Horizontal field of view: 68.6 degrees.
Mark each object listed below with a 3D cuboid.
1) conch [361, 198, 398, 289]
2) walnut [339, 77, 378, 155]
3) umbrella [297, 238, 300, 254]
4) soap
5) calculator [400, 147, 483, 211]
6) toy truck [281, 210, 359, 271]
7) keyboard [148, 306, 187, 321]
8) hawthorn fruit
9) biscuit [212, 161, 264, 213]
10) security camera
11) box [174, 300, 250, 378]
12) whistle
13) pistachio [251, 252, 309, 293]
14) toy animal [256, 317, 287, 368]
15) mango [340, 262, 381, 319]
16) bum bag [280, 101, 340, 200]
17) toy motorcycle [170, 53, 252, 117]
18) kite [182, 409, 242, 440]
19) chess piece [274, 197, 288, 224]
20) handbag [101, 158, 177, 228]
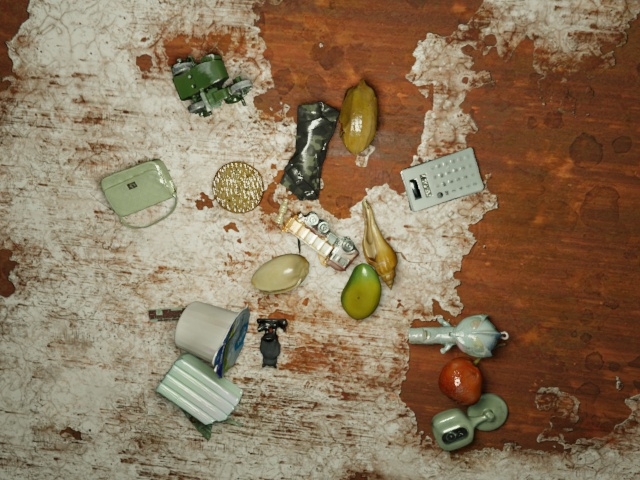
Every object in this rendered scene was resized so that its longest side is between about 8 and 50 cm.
[{"bbox_3d":[0.197,0.017,1.659,0.109,0.093,0.331,-19,82,1],"label":"conch"},{"bbox_3d":[0.128,-0.403,1.541,0.137,0.137,0.246,11,99,2],"label":"walnut"},{"bbox_3d":[-0.079,-0.010,1.700,0.022,0.022,0.149,4,107,47],"label":"umbrella"},{"bbox_3d":[-0.464,0.577,1.814,0.289,0.095,0.173,36,100,-3],"label":"soap"},{"bbox_3d":[0.415,-0.208,1.620,0.261,0.021,0.161,-19,100,7],"label":"calculator"},{"bbox_3d":[0.000,0.000,1.640,0.270,0.114,0.135,36,95,-9],"label":"toy truck"},{"bbox_3d":[-0.579,0.286,1.801,0.165,0.017,0.055,-5,102,5],"label":"keyboard"},{"bbox_3d":[0.554,0.463,1.704,0.165,0.165,0.286,37,93,-4],"label":"hawthorn fruit"},{"bbox_3d":[-0.292,-0.187,1.671,0.187,0.027,0.188,1,103,3],"label":"biscuit"},{"bbox_3d":[0.572,0.691,1.783,0.301,0.080,0.157,-25,99,6],"label":"security camera"},{"bbox_3d":[-0.405,0.344,1.681,0.206,0.291,0.263,17,107,11],"label":"box"},{"bbox_3d":[0.494,0.344,1.689,0.345,0.133,0.143,-4,91,16],"label":"whistle"},{"bbox_3d":[-0.140,0.118,1.679,0.214,0.144,0.144,-18,101,14],"label":"pistachio"},{"bbox_3d":[-0.180,0.394,1.749,0.120,0.117,0.210,-1,100,-2],"label":"toy animal"},{"bbox_3d":[0.150,0.187,1.662,0.137,0.091,0.238,28,131,6],"label":"mango"},{"bbox_3d":[-0.041,-0.301,1.596,0.143,0.095,0.341,13,109,-6],"label":"bum bag"},{"bbox_3d":[-0.364,-0.525,1.560,0.274,0.127,0.205,-18,100,15],"label":"toy motorcycle"},{"bbox_3d":[-0.437,0.710,1.890,0.249,0.012,0.230,12,104,0],"label":"kite"},{"bbox_3d":[-0.135,-0.106,1.676,0.035,0.035,0.092,21,100,-1],"label":"chess piece"},{"bbox_3d":[-0.637,-0.157,1.680,0.255,0.079,0.219,-19,104,9],"label":"handbag"}]
